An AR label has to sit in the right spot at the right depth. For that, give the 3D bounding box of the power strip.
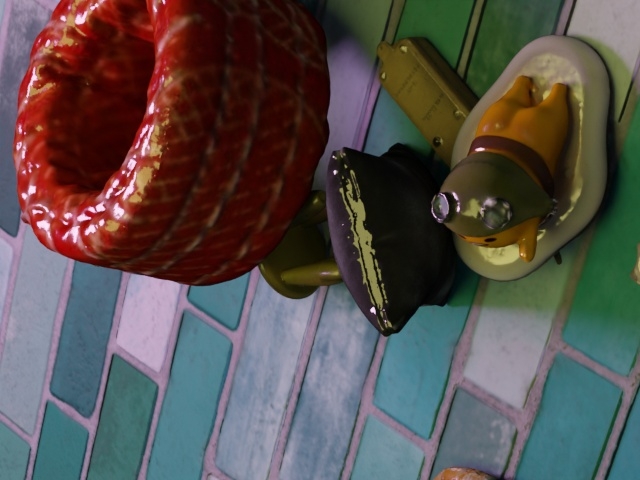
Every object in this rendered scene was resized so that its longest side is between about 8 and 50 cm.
[{"bbox_3d":[0.158,-0.094,1.845,0.305,0.044,0.064,53,128,22],"label":"power strip"}]

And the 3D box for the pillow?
[{"bbox_3d":[0.077,-0.009,1.816,0.106,0.250,0.186,-15,91,17],"label":"pillow"}]

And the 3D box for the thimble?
[{"bbox_3d":[-0.163,-0.130,1.928,0.350,0.230,0.350,-18,65,44],"label":"thimble"}]

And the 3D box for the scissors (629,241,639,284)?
[{"bbox_3d":[0.374,0.016,1.694,0.189,0.015,0.100,-34,78,39],"label":"scissors"}]

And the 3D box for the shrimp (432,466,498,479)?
[{"bbox_3d":[0.192,0.324,1.907,0.217,0.051,0.150,20,116,46],"label":"shrimp"}]

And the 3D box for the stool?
[{"bbox_3d":[0.000,0.000,1.962,0.110,0.134,0.135,-18,132,39],"label":"stool"}]

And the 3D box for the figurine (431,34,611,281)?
[{"bbox_3d":[0.175,-0.084,1.722,0.166,0.141,0.250,14,93,31],"label":"figurine"}]
